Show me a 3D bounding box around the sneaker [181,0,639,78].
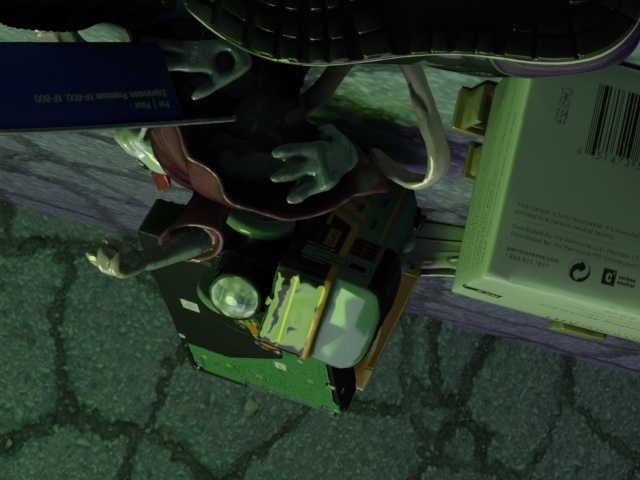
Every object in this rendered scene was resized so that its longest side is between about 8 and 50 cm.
[{"bbox_3d":[0.052,-0.139,0.723,0.283,0.107,0.124,12,178,16],"label":"sneaker"}]

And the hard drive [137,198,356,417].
[{"bbox_3d":[-0.082,0.093,1.504,0.236,0.064,0.339,17,148,19],"label":"hard drive"}]

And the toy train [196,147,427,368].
[{"bbox_3d":[0.000,0.000,1.237,0.190,0.142,0.334,22,-151,5],"label":"toy train"}]

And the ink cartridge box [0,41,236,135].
[{"bbox_3d":[-0.241,-0.103,0.844,0.175,0.069,0.371,-9,-169,-42],"label":"ink cartridge box"}]

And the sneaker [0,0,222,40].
[{"bbox_3d":[-0.120,-0.184,0.787,0.211,0.081,0.080,5,161,-8],"label":"sneaker"}]

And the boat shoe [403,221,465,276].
[{"bbox_3d":[0.223,0.032,1.668,0.267,0.088,0.096,10,171,30],"label":"boat shoe"}]

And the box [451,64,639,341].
[{"bbox_3d":[0.213,-0.030,0.902,0.180,0.182,0.119,14,172,-3],"label":"box"}]

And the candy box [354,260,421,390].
[{"bbox_3d":[-0.039,0.054,1.666,0.316,0.183,0.087,26,-170,4],"label":"candy box"}]

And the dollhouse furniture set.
[{"bbox_3d":[0.171,-0.021,1.032,0.160,0.182,0.101,15,172,-13],"label":"dollhouse furniture set"}]

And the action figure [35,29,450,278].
[{"bbox_3d":[-0.091,-0.113,1.041,0.275,0.248,0.370,-14,180,-14],"label":"action figure"}]
